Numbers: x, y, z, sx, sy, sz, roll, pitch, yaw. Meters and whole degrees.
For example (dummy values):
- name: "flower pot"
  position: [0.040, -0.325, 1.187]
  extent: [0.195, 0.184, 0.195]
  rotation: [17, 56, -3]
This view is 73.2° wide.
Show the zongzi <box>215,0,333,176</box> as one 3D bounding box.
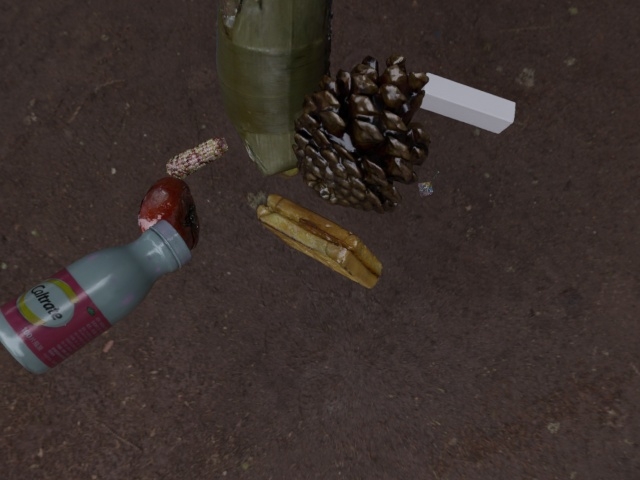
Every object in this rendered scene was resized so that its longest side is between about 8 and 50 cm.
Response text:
- name: "zongzi"
  position: [-0.094, -0.362, 0.713]
  extent: [0.174, 0.355, 0.392]
  rotation: [-9, 51, -13]

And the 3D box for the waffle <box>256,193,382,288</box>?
- name: "waffle"
  position: [0.000, 0.000, 1.145]
  extent: [0.328, 0.224, 0.098]
  rotation: [27, 83, 36]

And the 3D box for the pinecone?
- name: "pinecone"
  position: [0.063, -0.142, 0.583]
  extent: [0.179, 0.184, 0.204]
  rotation: [29, 65, 20]

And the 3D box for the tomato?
- name: "tomato"
  position: [-0.374, -0.058, 1.132]
  extent: [0.101, 0.228, 0.227]
  rotation: [-3, 73, 7]

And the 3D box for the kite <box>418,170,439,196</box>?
- name: "kite"
  position: [0.287, -0.142, 1.117]
  extent: [0.078, 0.002, 0.044]
  rotation: [-32, 93, -5]

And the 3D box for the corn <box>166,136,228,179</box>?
- name: "corn"
  position: [-0.478, -0.314, 1.665]
  extent: [0.281, 0.092, 0.092]
  rotation: [-19, 72, 22]

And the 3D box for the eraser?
- name: "eraser"
  position: [0.448, -0.425, 1.342]
  extent: [0.299, 0.078, 0.076]
  rotation: [16, 74, -7]

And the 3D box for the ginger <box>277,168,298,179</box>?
- name: "ginger"
  position: [-0.167, -0.365, 1.781]
  extent: [0.130, 0.275, 0.221]
  rotation: [-28, 44, -13]

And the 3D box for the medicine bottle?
- name: "medicine bottle"
  position: [-0.268, 0.059, 0.529]
  extent: [0.090, 0.090, 0.217]
  rotation: [43, 62, 14]
